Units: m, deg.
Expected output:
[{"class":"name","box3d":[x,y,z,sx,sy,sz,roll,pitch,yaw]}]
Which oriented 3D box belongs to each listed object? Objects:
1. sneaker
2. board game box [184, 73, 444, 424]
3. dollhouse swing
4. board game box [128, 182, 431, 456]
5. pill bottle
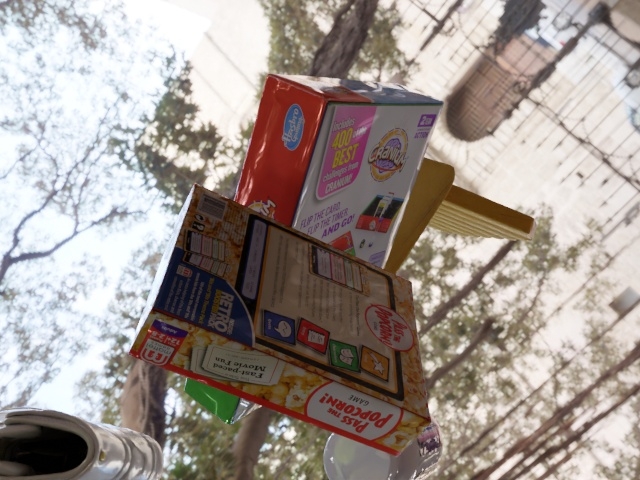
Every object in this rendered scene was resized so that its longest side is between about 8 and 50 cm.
[{"class":"sneaker","box3d":[-0.343,0.228,0.738,0.169,0.292,0.108,60,-149,-61]},{"class":"board game box","box3d":[0.000,0.000,0.666,0.064,0.317,0.242,28,-157,25]},{"class":"dollhouse swing","box3d":[0.102,0.020,1.052,0.305,0.315,0.347,36,171,-17]},{"class":"board game box","box3d":[-0.020,0.051,0.468,0.193,0.045,0.147,25,-148,-14]},{"class":"pill bottle","box3d":[0.076,0.254,0.801,0.108,0.108,0.193,50,-169,23]}]
